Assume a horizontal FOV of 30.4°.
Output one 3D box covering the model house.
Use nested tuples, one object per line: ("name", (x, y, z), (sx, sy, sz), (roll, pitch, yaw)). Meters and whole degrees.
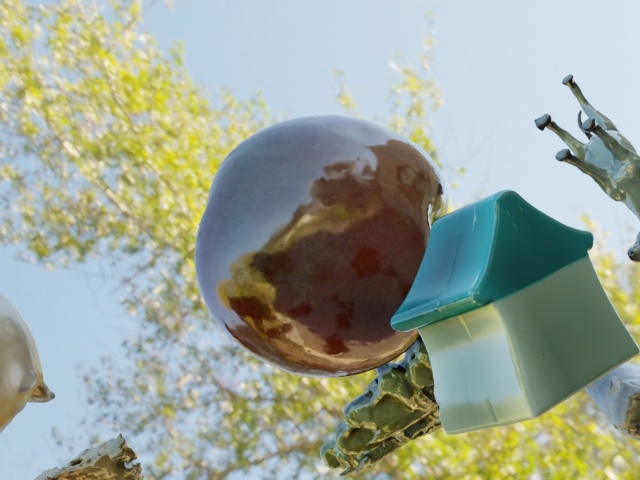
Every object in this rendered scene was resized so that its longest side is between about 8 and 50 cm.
("model house", (0.128, 0.044, 0.829), (0.127, 0.149, 0.100), (-22, 0, -36))

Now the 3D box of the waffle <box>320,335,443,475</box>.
("waffle", (0.152, 0.162, 1.332), (0.297, 0.073, 0.317), (-12, -30, -40))

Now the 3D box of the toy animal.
("toy animal", (0.328, -0.077, 1.316), (0.073, 0.217, 0.176), (-39, -64, 20))

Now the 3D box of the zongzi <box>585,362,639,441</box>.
("zongzi", (0.418, 0.213, 1.668), (0.194, 0.197, 0.099), (15, -80, -64))

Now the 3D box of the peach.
("peach", (0.000, 0.000, 1.131), (0.252, 0.252, 0.252), (-24, -43, -25))

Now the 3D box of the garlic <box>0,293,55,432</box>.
("garlic", (-0.329, 0.127, 0.738), (0.313, 0.286, 0.249), (-36, -41, -39))

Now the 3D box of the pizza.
("pizza", (-0.295, 0.325, 1.408), (0.189, 0.071, 0.297), (10, -47, -10))
